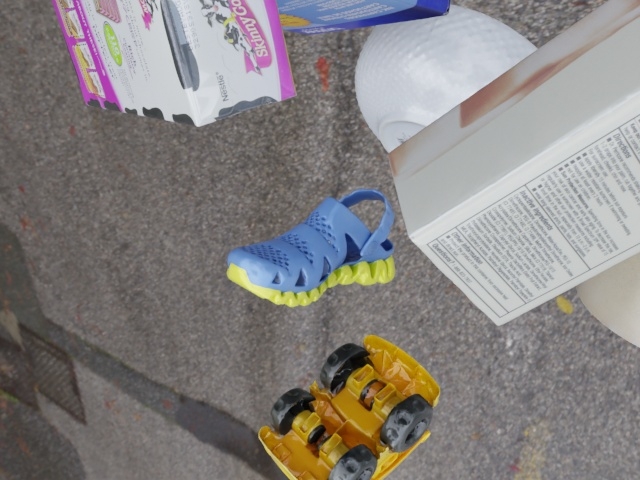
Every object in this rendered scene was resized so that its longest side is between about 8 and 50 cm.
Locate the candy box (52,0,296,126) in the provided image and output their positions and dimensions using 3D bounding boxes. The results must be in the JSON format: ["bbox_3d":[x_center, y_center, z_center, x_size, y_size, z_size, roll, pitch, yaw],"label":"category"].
[{"bbox_3d":[-0.118,-0.168,0.428,0.233,0.071,0.159,23,131,53],"label":"candy box"}]

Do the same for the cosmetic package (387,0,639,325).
[{"bbox_3d":[0.220,-0.076,0.519,0.296,0.129,0.153,-32,126,22],"label":"cosmetic package"}]

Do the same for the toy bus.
[{"bbox_3d":[0.045,0.273,0.877,0.149,0.220,0.211,37,150,34],"label":"toy bus"}]

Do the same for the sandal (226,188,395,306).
[{"bbox_3d":[0.000,0.000,0.894,0.126,0.317,0.138,27,115,32],"label":"sandal"}]

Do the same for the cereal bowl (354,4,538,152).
[{"bbox_3d":[0.193,-0.187,0.988,0.339,0.141,0.339,28,164,9],"label":"cereal bowl"}]

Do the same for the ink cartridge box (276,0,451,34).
[{"bbox_3d":[-0.037,-0.330,0.709,0.270,0.396,0.151,17,106,53],"label":"ink cartridge box"}]

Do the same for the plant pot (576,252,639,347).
[{"bbox_3d":[0.522,0.018,0.877,0.284,0.284,0.190,23,123,28],"label":"plant pot"}]
